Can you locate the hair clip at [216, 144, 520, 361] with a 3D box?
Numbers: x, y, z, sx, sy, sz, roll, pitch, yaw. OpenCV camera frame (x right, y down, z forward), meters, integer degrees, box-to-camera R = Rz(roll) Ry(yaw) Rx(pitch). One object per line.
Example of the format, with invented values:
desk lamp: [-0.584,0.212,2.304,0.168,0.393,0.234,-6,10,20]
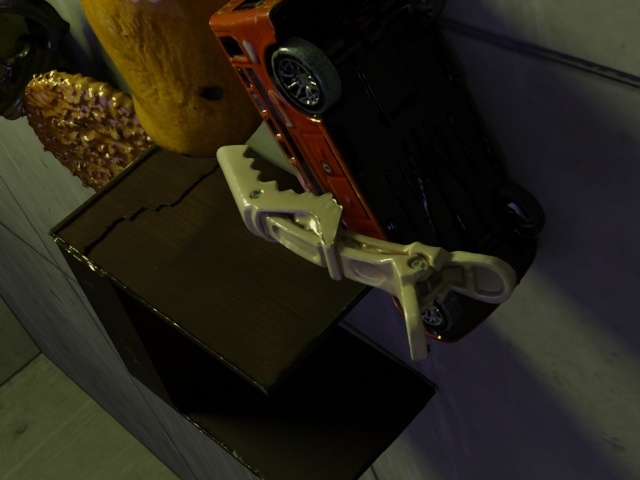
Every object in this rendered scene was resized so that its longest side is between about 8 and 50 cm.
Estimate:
hair clip: [0.000,0.000,0.578,0.226,0.072,0.034,27,146,36]

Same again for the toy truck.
toy truck: [0.040,-0.060,0.640,0.114,0.107,0.252,11,138,53]

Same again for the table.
table: [-0.060,0.068,0.947,0.282,0.196,0.250,31,152,32]

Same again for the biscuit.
biscuit: [-0.219,-0.090,1.099,0.254,0.035,0.254,24,155,12]

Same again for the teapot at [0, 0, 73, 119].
teapot: [-0.361,-0.206,1.130,0.182,0.173,0.269,23,151,-37]

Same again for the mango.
mango: [-0.101,-0.154,0.757,0.157,0.109,0.262,33,160,13]
